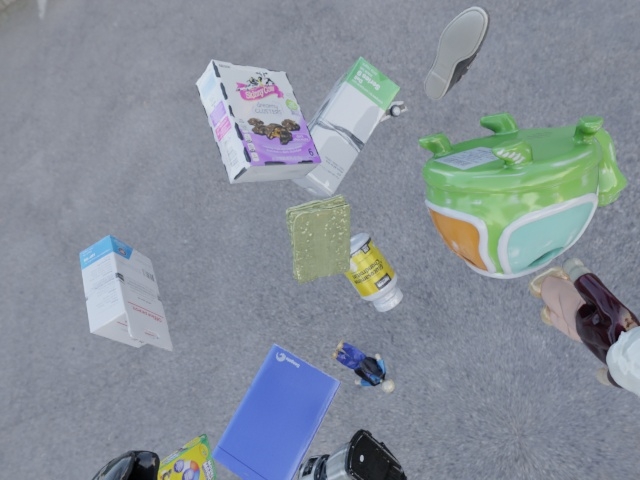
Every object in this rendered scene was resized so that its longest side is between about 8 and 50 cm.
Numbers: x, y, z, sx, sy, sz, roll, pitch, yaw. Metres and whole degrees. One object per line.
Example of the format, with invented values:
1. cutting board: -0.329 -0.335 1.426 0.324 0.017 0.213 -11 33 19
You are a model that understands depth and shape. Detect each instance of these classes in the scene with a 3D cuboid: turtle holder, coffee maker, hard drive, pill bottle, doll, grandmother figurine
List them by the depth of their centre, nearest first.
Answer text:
1. grandmother figurine: 0.411 0.122 0.594 0.104 0.342 0.208 -32 93 12
2. turtle holder: 0.321 -0.082 0.667 0.320 0.227 0.243 -30 28 -36
3. coffee maker: 0.063 0.468 0.765 0.178 0.120 0.171 -48 67 38
4. pill bottle: 0.121 0.080 0.992 0.103 0.103 0.184 -35 100 7
5. hard drive: -0.111 0.462 1.058 0.210 0.040 0.319 26 76 16
6. doll: 0.122 0.358 1.135 0.189 0.046 0.129 31 117 13

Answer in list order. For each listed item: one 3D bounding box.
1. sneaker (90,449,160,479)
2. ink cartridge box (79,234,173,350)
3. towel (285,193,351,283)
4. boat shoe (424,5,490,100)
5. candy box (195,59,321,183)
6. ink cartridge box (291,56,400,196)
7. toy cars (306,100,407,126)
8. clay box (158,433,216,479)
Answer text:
1. sneaker: -0.118 0.288 0.311 0.286 0.109 0.130 33 80 28
2. ink cartridge box: -0.297 0.094 0.621 0.060 0.104 0.180 -29 59 1
3. towel: 0.000 0.000 0.684 0.110 0.148 0.027 -12 29 -13
4. boat shoe: 0.406 -0.557 1.201 0.112 0.335 0.095 45 71 8
5. candy box: -0.108 -0.208 0.727 0.070 0.164 0.196 -29 79 45
6. ink cartridge box: 0.035 -0.258 0.983 0.289 0.121 0.211 -58 15 -3
7. toy cars: 0.073 -0.372 1.293 0.393 0.087 0.176 -16 17 23
8. clay box: -0.390 0.672 1.178 0.053 0.222 0.127 -16 89 35
